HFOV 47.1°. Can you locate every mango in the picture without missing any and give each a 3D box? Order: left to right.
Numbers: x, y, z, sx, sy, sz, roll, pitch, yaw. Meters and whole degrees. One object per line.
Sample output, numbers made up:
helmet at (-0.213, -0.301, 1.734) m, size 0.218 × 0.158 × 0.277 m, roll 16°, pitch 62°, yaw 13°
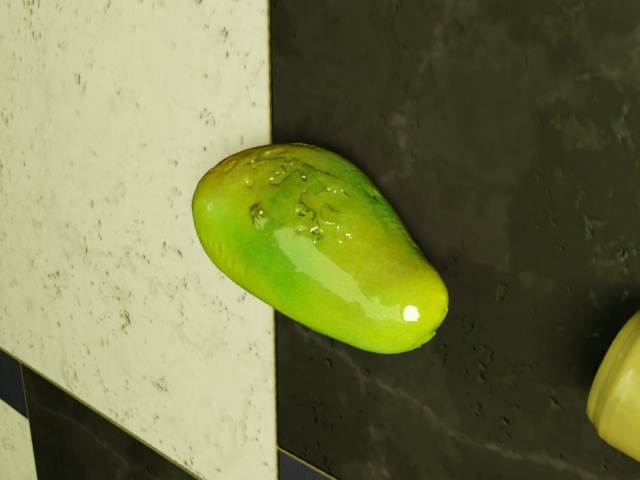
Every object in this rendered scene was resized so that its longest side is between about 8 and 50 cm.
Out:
mango at (0.000, 0.000, 0.549) m, size 0.233 × 0.111 × 0.125 m, roll 28°, pitch 126°, yaw 33°

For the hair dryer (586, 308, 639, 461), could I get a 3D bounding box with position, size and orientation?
hair dryer at (0.241, 0.010, 0.355) m, size 0.135 × 0.090 × 0.278 m, roll 29°, pitch 116°, yaw 36°
